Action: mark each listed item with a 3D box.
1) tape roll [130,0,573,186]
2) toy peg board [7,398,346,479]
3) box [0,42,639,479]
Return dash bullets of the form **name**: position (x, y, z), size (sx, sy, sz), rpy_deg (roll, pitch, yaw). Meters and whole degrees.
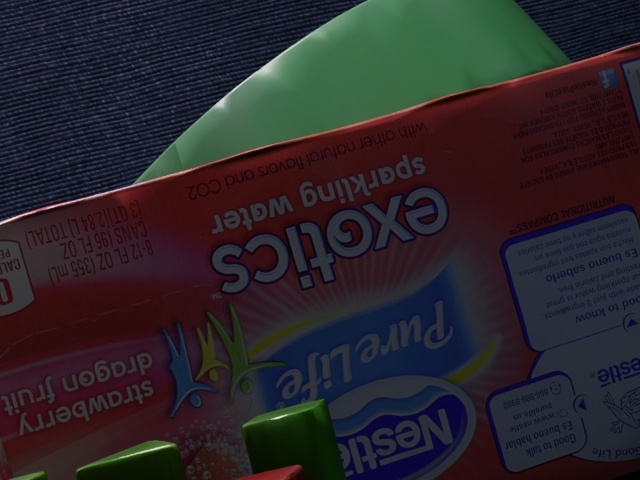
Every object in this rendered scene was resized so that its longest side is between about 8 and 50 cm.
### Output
- **tape roll**: position (0.000, 0.000, 0.854), size (0.321, 0.077, 0.321), rpy_deg (-37, -15, -12)
- **toy peg board**: position (-0.060, 0.096, 0.344), size (0.161, 0.079, 0.160), rpy_deg (-16, 0, 12)
- **box**: position (0.018, 0.034, 0.616), size (0.299, 0.154, 0.142), rpy_deg (-17, 1, -14)
